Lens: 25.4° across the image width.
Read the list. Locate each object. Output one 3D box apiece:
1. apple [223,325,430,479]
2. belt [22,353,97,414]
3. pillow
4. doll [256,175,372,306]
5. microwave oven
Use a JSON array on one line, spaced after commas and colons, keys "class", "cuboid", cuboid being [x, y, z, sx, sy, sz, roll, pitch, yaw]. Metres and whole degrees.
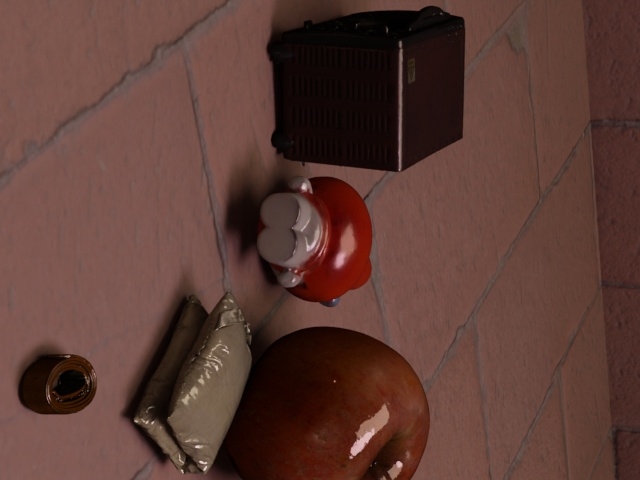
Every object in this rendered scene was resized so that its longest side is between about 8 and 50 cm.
[{"class": "apple", "cuboid": [0.000, 0.217, 1.708, 0.253, 0.253, 0.254, 4, 90, -65]}, {"class": "belt", "cuboid": [-0.253, 0.138, 1.372, 0.083, 0.036, 0.059, -6, 93, -65]}, {"class": "pillow", "cuboid": [-0.133, 0.163, 1.580, 0.134, 0.077, 0.181, 69, 36, -44]}, {"class": "doll", "cuboid": [0.000, 0.000, 1.780, 0.290, 0.129, 0.161, 17, 76, -70]}, {"class": "microwave oven", "cuboid": [0.068, -0.205, 1.829, 0.247, 0.178, 0.188, -32, 123, -60]}]
